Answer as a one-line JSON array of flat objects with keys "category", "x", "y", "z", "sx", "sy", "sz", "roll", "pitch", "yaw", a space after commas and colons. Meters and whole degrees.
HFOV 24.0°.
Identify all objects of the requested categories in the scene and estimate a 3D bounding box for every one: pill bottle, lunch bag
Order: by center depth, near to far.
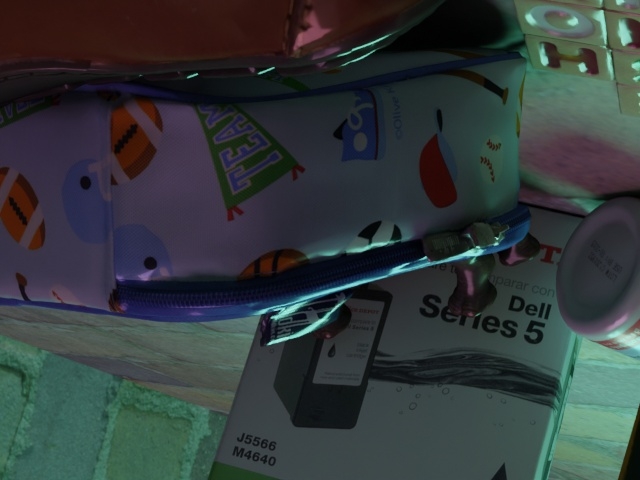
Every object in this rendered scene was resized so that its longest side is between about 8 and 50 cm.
[{"category": "lunch bag", "x": -0.053, "y": -0.036, "z": 0.723, "sx": 0.303, "sy": 0.115, "sz": 0.243, "roll": 7, "pitch": -166, "yaw": 43}, {"category": "pill bottle", "x": 0.225, "y": 0.040, "z": 0.897, "sx": 0.160, "sy": 0.087, "sz": 0.087, "roll": 22, "pitch": 166, "yaw": -26}]

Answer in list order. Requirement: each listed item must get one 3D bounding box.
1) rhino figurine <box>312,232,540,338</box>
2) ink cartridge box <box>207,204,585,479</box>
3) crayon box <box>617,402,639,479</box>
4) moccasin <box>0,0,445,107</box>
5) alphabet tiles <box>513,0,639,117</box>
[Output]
[{"category": "rhino figurine", "x": 0.000, "y": 0.000, "z": 0.894, "sx": 0.243, "sy": 0.073, "sz": 0.106, "roll": -11, "pitch": 131, "yaw": 17}, {"category": "ink cartridge box", "x": 0.054, "y": 0.105, "z": 0.974, "sx": 0.198, "sy": 0.273, "sz": 0.115, "roll": 13, "pitch": 165, "yaw": 13}, {"category": "crayon box", "x": 0.178, "y": 0.055, "z": 0.465, "sx": 0.106, "sy": 0.313, "sz": 0.363, "roll": 14, "pitch": 165, "yaw": 22}, {"category": "moccasin", "x": -0.129, "y": -0.120, "z": 0.547, "sx": 0.380, "sy": 0.139, "sz": 0.147, "roll": 0, "pitch": 119, "yaw": 43}, {"category": "alphabet tiles", "x": 0.196, "y": -0.076, "z": 0.617, "sx": 0.237, "sy": 0.009, "sz": 0.198, "roll": 12, "pitch": 167, "yaw": 17}]
